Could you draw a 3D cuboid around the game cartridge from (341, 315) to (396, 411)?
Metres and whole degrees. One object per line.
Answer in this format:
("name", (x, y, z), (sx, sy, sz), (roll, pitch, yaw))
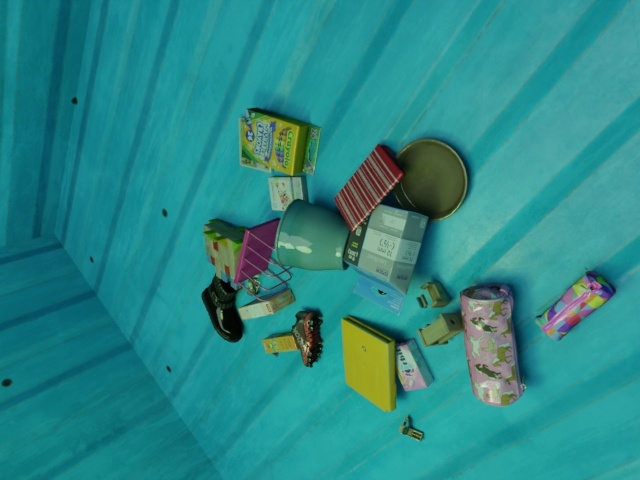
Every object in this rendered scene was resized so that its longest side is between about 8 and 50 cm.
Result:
("game cartridge", (0.197, 0.500, 1.898), (0.285, 0.052, 0.324), (21, 122, 51))

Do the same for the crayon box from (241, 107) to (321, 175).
("crayon box", (-0.165, -0.393, 1.874), (0.322, 0.083, 0.203), (23, 119, 24))

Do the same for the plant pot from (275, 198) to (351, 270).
("plant pot", (0.000, 0.000, 1.796), (0.255, 0.271, 0.272), (15, 116, 19))

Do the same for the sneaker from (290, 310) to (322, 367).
("sneaker", (-0.067, 0.436, 2.105), (0.135, 0.097, 0.277), (13, 111, 36))

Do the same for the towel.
("towel", (0.167, -0.186, 1.629), (0.275, 0.031, 0.199), (-50, 41, 23))

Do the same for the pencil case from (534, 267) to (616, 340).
("pencil case", (0.734, 0.189, 1.354), (0.104, 0.104, 0.237), (42, 129, 20))

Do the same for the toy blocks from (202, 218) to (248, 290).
("toy blocks", (-0.441, 0.073, 2.226), (0.381, 0.190, 0.261), (25, 122, 47))

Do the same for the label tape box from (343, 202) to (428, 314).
("label tape box", (0.205, 0.050, 1.618), (0.249, 0.115, 0.348), (23, 98, 52))

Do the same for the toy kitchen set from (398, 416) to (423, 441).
("toy kitchen set", (0.370, 0.759, 1.885), (0.075, 0.083, 0.068), (11, 71, 36))

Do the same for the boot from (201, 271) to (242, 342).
("boot", (-0.468, 0.327, 2.374), (0.348, 0.131, 0.260), (55, 131, 11))

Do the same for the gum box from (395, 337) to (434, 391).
("gum box", (0.342, 0.476, 1.804), (0.107, 0.062, 0.189), (-28, 87, 42))

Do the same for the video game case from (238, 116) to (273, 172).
("video game case", (-0.278, -0.414, 2.021), (0.193, 0.023, 0.213), (19, 118, 33))

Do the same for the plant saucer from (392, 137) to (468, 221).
("plant saucer", (0.362, -0.202, 1.558), (0.277, 0.041, 0.278), (15, 116, 35))

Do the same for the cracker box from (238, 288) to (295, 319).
("cracker box", (-0.250, 0.298, 2.166), (0.232, 0.155, 0.067), (-19, 93, 42))

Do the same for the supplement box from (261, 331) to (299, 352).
("supplement box", (-0.174, 0.484, 2.224), (0.233, 0.080, 0.078), (-19, 91, 44))

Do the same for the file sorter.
("file sorter", (-0.220, 0.088, 2.036), (0.182, 0.202, 0.291), (34, 125, 24))

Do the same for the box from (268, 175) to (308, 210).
("box", (-0.135, -0.199, 1.971), (0.186, 0.038, 0.145), (7, 110, 39))

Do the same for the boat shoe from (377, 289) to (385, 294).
("boat shoe", (0.269, 0.076, 1.699), (0.102, 0.092, 0.286), (28, 121, 30))

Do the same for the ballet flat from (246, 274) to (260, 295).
("ballet flat", (-0.319, 0.182, 2.254), (0.070, 0.070, 0.189), (22, 120, 32))

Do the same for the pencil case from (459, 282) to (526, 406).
("pencil case", (0.556, 0.330, 1.515), (0.167, 0.160, 0.387), (-12, 100, -2))

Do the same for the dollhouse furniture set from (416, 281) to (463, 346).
("dollhouse furniture set", (0.413, 0.259, 1.648), (0.129, 0.128, 0.184), (-47, 50, 40))
